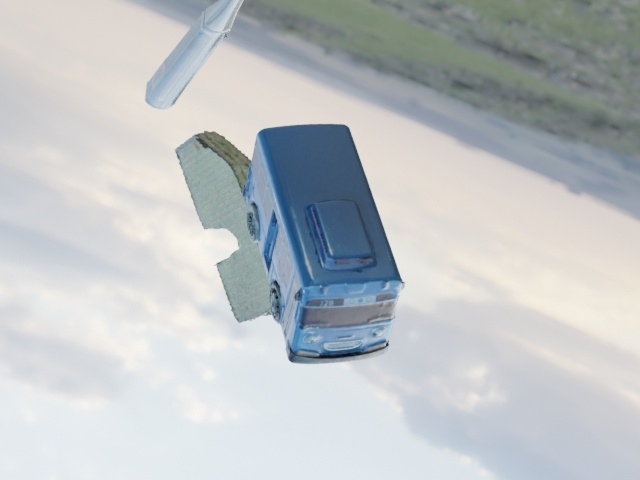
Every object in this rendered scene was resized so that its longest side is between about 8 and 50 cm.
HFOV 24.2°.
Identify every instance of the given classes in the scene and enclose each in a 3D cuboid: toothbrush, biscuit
[{"bbox_3d":[-0.079,-0.141,1.007,0.030,0.025,0.342,7,168,-14],"label":"toothbrush"},{"bbox_3d":[-0.104,-0.021,1.873,0.046,0.250,0.147,-20,175,-30],"label":"biscuit"}]

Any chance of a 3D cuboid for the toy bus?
[{"bbox_3d":[0.000,0.000,1.198,0.090,0.106,0.185,-4,-130,-18],"label":"toy bus"}]
